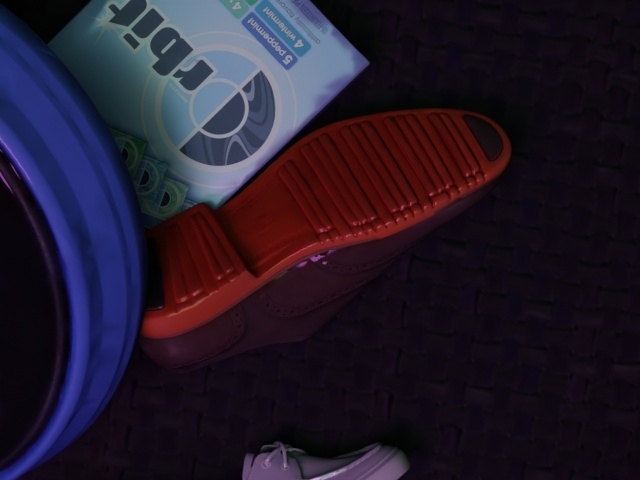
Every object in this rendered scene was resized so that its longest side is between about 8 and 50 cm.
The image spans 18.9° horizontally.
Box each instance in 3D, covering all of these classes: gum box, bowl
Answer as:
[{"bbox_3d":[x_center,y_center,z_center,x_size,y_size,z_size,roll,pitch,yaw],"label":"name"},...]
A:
[{"bbox_3d":[-0.085,-0.108,1.258,0.184,0.041,0.157,-44,89,5],"label":"gum box"},{"bbox_3d":[-0.300,0.001,1.176,0.391,0.077,0.391,10,122,16],"label":"bowl"}]

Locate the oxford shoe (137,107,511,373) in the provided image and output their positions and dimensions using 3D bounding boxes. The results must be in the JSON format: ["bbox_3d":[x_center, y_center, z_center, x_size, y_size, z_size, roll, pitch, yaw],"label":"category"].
[{"bbox_3d":[0.000,0.000,1.241,0.271,0.098,0.097,-24,50,0],"label":"oxford shoe"}]

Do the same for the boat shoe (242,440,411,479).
[{"bbox_3d":[-0.033,0.167,1.261,0.184,0.066,0.063,-26,91,16],"label":"boat shoe"}]
